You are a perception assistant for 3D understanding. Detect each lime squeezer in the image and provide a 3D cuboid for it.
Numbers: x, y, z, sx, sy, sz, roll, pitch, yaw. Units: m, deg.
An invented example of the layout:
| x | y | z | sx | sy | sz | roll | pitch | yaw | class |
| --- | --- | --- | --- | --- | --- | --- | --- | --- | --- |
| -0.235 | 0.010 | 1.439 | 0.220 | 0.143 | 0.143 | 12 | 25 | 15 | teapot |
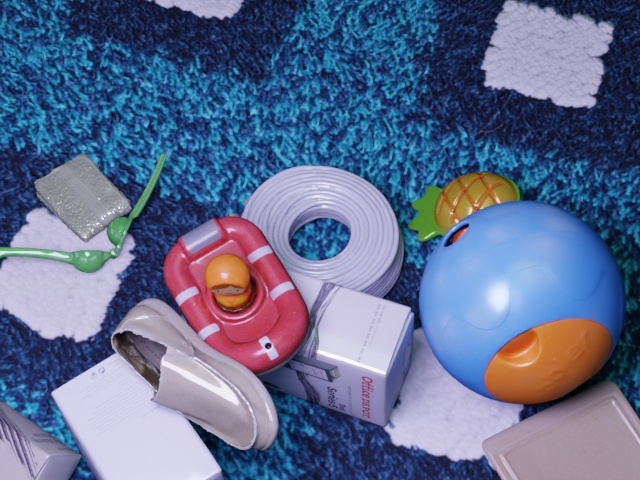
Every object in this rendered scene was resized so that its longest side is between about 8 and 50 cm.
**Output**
| x | y | z | sx | sy | sz | roll | pitch | yaw | class |
| --- | --- | --- | --- | --- | --- | --- | --- | --- | --- |
| -0.350 | -0.017 | 1.992 | 0.310 | 0.059 | 0.110 | -32 | 73 | -17 | lime squeezer |

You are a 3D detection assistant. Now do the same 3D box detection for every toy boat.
| x | y | z | sx | sy | sz | roll | pitch | yaw | class |
| --- | --- | --- | --- | --- | --- | --- | --- | --- | --- |
| -0.114 | 0.065 | 1.656 | 0.151 | 0.151 | 0.231 | -31 | 70 | -6 | toy boat |

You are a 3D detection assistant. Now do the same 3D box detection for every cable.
| x | y | z | sx | sy | sz | roll | pitch | yaw | class |
| --- | --- | --- | --- | --- | --- | --- | --- | --- | --- |
| 0.000 | 0.000 | 1.955 | 0.257 | 0.089 | 0.257 | -15 | 60 | -6 | cable |

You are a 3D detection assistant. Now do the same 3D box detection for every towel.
| x | y | z | sx | sy | sz | roll | pitch | yaw | class |
| --- | --- | --- | --- | --- | --- | --- | --- | --- | --- |
| -0.387 | -0.071 | 2.048 | 0.110 | 0.027 | 0.148 | -38 | 65 | -17 | towel |

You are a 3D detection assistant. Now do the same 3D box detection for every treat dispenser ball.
| x | y | z | sx | sy | sz | roll | pitch | yaw | class |
| --- | --- | --- | --- | --- | --- | --- | --- | --- | --- |
| 0.283 | 0.087 | 1.779 | 0.288 | 0.288 | 0.288 | -1 | 60 | 2 | treat dispenser ball |

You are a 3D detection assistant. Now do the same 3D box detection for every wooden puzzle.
| x | y | z | sx | sy | sz | roll | pitch | yaw | class |
| --- | --- | --- | --- | --- | --- | --- | --- | --- | --- |
| 0.377 | 0.336 | 1.778 | 0.221 | 0.044 | 0.238 | -24 | 57 | -11 | wooden puzzle |

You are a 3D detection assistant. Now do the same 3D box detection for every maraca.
| x | y | z | sx | sy | sz | roll | pitch | yaw | class |
| --- | --- | --- | --- | --- | --- | --- | --- | --- | --- |
| 0.225 | -0.049 | 1.975 | 0.186 | 0.099 | 0.127 | -7 | 50 | 28 | maraca |

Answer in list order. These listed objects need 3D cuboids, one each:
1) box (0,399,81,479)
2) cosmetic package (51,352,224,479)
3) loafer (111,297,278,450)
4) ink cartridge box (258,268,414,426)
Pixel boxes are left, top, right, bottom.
| x | y | z | sx | sy | sz | roll | pitch | yaw | class |
| --- | --- | --- | --- | --- | --- | --- | --- | --- | --- |
| -0.486 | 0.273 | 1.792 | 0.275 | 0.113 | 0.094 | 30 | 89 | 16 | box |
| -0.236 | 0.300 | 1.714 | 0.138 | 0.224 | 0.224 | -32 | 63 | -16 | cosmetic package |
| -0.168 | 0.183 | 1.608 | 0.268 | 0.102 | 0.092 | 37 | 38 | 23 | loafer |
| -0.013 | 0.144 | 1.809 | 0.273 | 0.198 | 0.114 | 17 | 63 | 12 | ink cartridge box |
